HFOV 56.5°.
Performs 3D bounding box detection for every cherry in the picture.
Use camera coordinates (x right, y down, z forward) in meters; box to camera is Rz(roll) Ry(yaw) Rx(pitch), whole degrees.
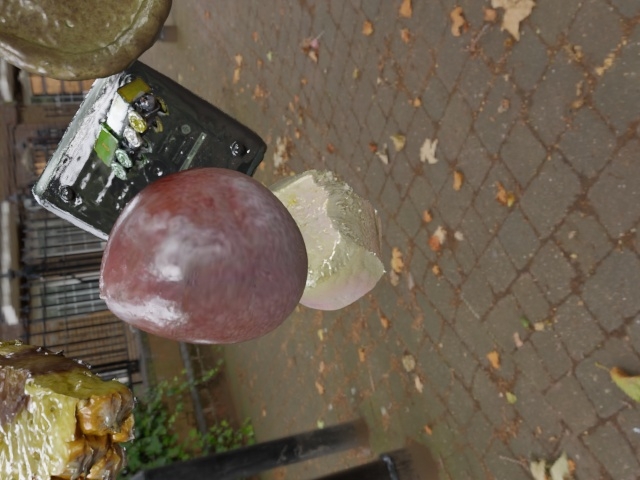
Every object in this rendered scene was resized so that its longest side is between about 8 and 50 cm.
[{"bbox_3d":[-0.156,0.020,0.805,0.261,0.307,0.221,45,125,23],"label":"cherry"}]

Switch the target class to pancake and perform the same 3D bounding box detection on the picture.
[{"bbox_3d":[-0.304,-0.333,0.672,0.033,0.285,0.289,2,70,64],"label":"pancake"}]

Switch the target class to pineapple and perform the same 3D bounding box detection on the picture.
[{"bbox_3d":[-0.245,0.164,0.495,0.233,0.079,0.135,9,101,37],"label":"pineapple"}]

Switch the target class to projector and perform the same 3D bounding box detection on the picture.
[{"bbox_3d":[-0.386,-0.170,1.401,0.395,0.405,0.242,-59,19,2],"label":"projector"}]

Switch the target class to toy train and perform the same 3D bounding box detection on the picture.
[{"bbox_3d":[-0.286,-0.165,0.885,0.081,0.060,0.202,45,144,-3],"label":"toy train"}]

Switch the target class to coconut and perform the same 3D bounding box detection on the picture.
[{"bbox_3d":[0.000,0.000,1.326,0.309,0.297,0.298,29,-135,-65],"label":"coconut"}]
